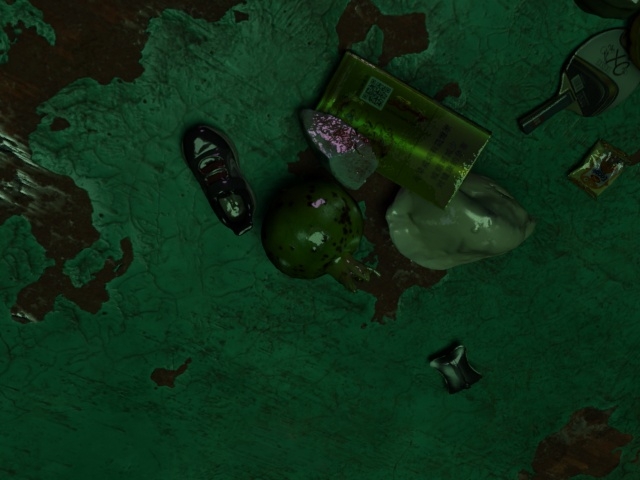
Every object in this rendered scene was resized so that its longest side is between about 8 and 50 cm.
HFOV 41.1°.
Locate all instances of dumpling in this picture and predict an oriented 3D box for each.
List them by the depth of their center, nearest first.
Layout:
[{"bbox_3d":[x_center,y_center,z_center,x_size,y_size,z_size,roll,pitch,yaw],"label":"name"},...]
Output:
[{"bbox_3d":[0.289,-0.022,1.749,0.318,0.187,0.243,29,111,-21],"label":"dumpling"}]

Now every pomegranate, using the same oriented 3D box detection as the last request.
[{"bbox_3d":[0.000,0.000,1.652,0.211,0.263,0.211,-34,165,-11],"label":"pomegranate"}]

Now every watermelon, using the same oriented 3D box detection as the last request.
[{"bbox_3d":[0.026,-0.176,1.591,0.180,0.081,0.094,37,87,-7],"label":"watermelon"}]

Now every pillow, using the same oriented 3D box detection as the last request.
[{"bbox_3d":[0.325,0.311,2.043,0.091,0.055,0.135,-14,126,30],"label":"pillow"}]

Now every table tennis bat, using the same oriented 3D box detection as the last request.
[{"bbox_3d":[0.538,-0.317,1.755,0.301,0.022,0.173,-34,123,2],"label":"table tennis bat"}]

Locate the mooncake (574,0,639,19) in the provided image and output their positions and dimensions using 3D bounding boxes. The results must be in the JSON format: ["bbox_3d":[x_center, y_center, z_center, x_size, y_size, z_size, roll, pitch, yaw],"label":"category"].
[{"bbox_3d":[0.444,-0.542,1.408,0.187,0.351,0.351,-37,123,10],"label":"mooncake"}]

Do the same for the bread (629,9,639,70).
[{"bbox_3d":[0.755,-0.412,1.691,0.270,0.148,0.270,-7,117,-13],"label":"bread"}]

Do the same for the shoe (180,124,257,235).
[{"bbox_3d":[-0.182,-0.106,1.604,0.099,0.112,0.227,-26,125,1],"label":"shoe"}]

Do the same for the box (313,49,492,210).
[{"bbox_3d":[0.144,-0.206,1.604,0.311,0.043,0.173,30,110,1],"label":"box"}]

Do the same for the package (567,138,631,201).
[{"bbox_3d":[0.609,-0.156,1.864,0.108,0.031,0.120,29,108,-29],"label":"package"}]
